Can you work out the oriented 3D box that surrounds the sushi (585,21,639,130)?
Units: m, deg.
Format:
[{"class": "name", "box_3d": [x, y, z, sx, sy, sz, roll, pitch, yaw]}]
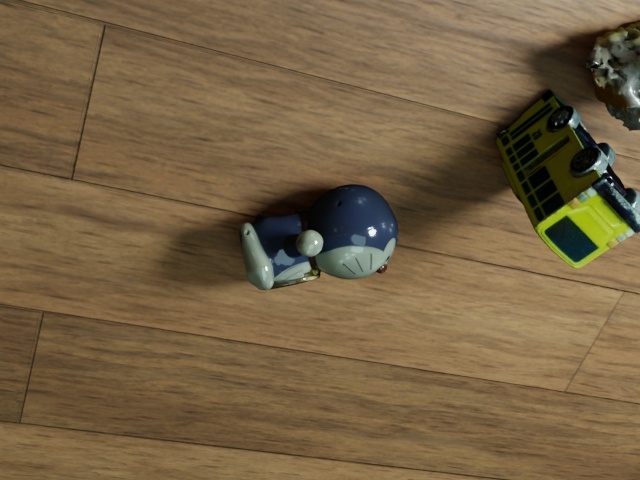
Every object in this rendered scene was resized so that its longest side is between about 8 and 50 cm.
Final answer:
[{"class": "sushi", "box_3d": [0.510, -0.244, 1.288, 0.274, 0.184, 0.139, -14, 122, -1]}]

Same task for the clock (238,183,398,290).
[{"class": "clock", "box_3d": [0.000, 0.000, 1.360, 0.244, 0.199, 0.146, -15, 86, 2]}]

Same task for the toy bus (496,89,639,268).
[{"class": "toy bus", "box_3d": [0.363, -0.096, 1.315, 0.150, 0.262, 0.128, -39, 121, 22]}]
